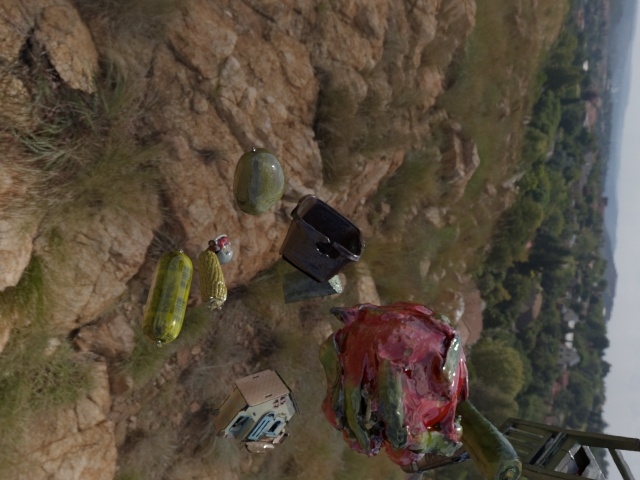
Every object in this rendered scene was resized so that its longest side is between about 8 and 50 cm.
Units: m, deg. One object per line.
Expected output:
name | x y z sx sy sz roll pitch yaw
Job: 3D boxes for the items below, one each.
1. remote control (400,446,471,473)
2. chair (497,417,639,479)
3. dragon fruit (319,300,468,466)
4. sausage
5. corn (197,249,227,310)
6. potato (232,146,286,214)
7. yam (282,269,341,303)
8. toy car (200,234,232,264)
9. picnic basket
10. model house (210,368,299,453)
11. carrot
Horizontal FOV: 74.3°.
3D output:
remote control | 0.305 0.548 1.100 0.066 0.266 0.090 27 43 -17
chair | 0.453 0.443 0.776 0.136 0.270 0.147 -25 88 -31
dragon fruit | 0.120 0.223 0.687 0.302 0.231 0.237 -35 125 -68
sausage | -0.496 0.179 1.379 0.123 0.123 0.347 44 40 -48
corn | -0.426 0.145 1.653 0.106 0.106 0.293 53 9 -43
potato | -0.198 -0.194 1.358 0.251 0.159 0.174 92 23 -45
yam | -0.047 0.180 1.776 0.154 0.254 0.154 -11 90 -82
toy car | -0.439 0.054 1.834 0.112 0.139 0.112 45 22 4
picnic basket | 0.000 0.000 1.143 0.129 0.222 0.297 -54 -176 18
model house | -0.190 0.600 1.503 0.326 0.169 0.244 35 91 -44
carrot | 0.287 0.353 0.870 0.358 0.074 0.074 -124 -150 -77
